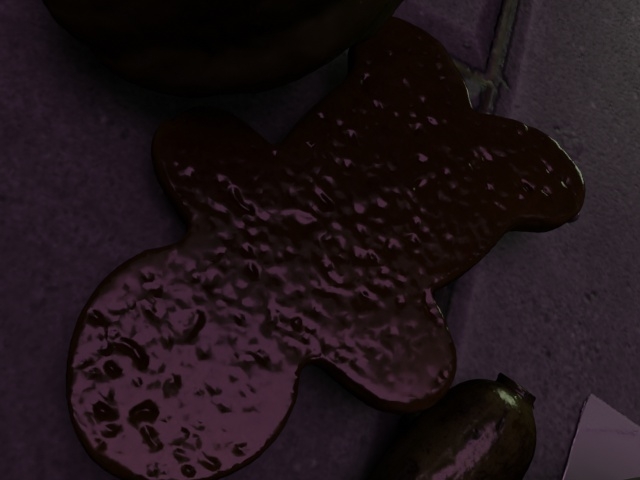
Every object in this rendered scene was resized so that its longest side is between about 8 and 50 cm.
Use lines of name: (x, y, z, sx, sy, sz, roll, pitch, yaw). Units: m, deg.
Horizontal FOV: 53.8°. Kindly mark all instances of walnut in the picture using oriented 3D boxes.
walnut: (-0.062, -0.225, 0.418, 0.283, 0.282, 0.227, 62, 22, 6)

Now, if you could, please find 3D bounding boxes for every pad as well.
pad: (0.301, 0.260, 0.553, 0.232, 0.004, 0.157, 35, 63, -8)

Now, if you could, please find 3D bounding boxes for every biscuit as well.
biscuit: (0.000, 0.001, 0.483, 0.283, 0.064, 0.432, 44, 65, 4)

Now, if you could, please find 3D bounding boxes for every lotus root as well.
lotus root: (0.093, 0.165, 0.453, 0.179, 0.089, 0.080, -38, 60, -21)

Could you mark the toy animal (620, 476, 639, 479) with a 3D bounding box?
toy animal: (0.276, 0.270, 0.425, 0.265, 0.206, 0.272, 45, 68, -8)
